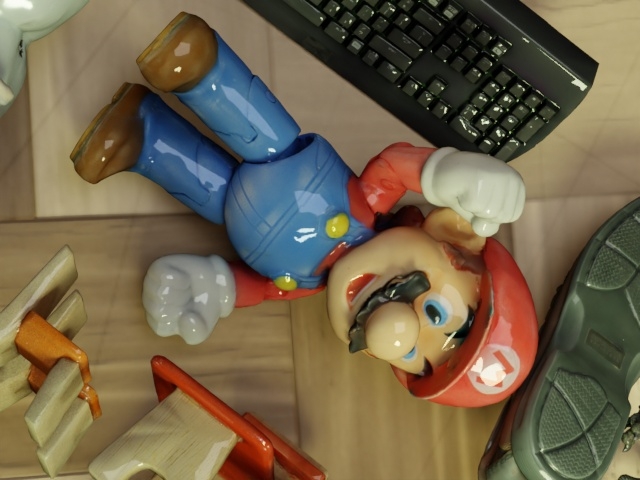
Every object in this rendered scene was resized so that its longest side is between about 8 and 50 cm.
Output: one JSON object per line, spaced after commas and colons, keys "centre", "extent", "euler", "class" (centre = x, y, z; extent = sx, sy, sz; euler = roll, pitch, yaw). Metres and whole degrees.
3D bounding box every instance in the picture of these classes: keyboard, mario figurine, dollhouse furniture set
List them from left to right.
{"centre": [-0.061, 0.133, 1.092], "extent": [0.262, 0.259, 0.135], "euler": [38, 72, 12], "class": "dollhouse furniture set"}
{"centre": [0.000, 0.000, 1.173], "extent": [0.320, 0.198, 0.170], "euler": [36, 63, -5], "class": "mario figurine"}
{"centre": [0.050, -0.188, 1.219], "extent": [0.317, 0.201, 0.033], "euler": [35, 33, -10], "class": "keyboard"}

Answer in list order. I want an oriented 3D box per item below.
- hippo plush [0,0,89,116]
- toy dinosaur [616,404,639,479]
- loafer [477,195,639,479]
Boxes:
{"centre": [-0.255, -0.178, 1.092], "extent": [0.236, 0.234, 0.294], "euler": [43, 74, -7], "class": "hippo plush"}
{"centre": [0.251, 0.155, 1.270], "extent": [0.118, 0.064, 0.268], "euler": [0, 108, -14], "class": "toy dinosaur"}
{"centre": [0.181, 0.068, 1.264], "extent": [0.096, 0.084, 0.267], "euler": [44, 53, -11], "class": "loafer"}
